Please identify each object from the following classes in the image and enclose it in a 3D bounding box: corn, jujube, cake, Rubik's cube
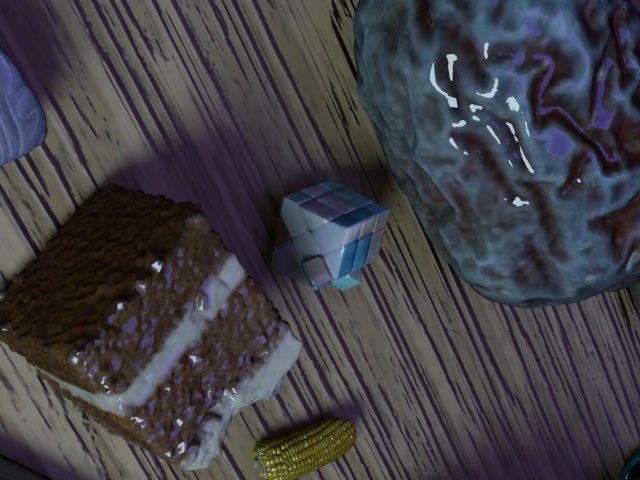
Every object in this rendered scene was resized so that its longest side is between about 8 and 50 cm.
[{"bbox_3d":[-0.011,0.163,0.911,0.092,0.037,0.037,-19,106,-33],"label":"corn"},{"bbox_3d":[0.155,-0.099,0.891,0.226,0.226,0.317,-37,113,-27],"label":"jujube"},{"bbox_3d":[-0.113,0.060,0.775,0.135,0.134,0.147,-52,130,-20],"label":"cake"},{"bbox_3d":[0.003,0.000,0.884,0.075,0.084,0.073,-11,123,-37],"label":"Rubik's cube"}]

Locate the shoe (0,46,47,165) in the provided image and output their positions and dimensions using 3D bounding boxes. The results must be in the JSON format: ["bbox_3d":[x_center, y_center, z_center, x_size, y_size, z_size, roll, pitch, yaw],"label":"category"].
[{"bbox_3d":[-0.272,-0.116,0.660,0.137,0.095,0.245,-47,125,-25],"label":"shoe"}]

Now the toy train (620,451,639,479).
[{"bbox_3d":[0.382,0.332,1.167,0.298,0.120,0.194,26,87,-35],"label":"toy train"}]

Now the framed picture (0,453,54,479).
[{"bbox_3d":[-0.222,0.236,0.777,0.128,0.023,0.168,37,74,-32],"label":"framed picture"}]

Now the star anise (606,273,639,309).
[{"bbox_3d":[0.349,-0.064,1.100,0.315,0.108,0.315,-11,109,-33],"label":"star anise"}]
